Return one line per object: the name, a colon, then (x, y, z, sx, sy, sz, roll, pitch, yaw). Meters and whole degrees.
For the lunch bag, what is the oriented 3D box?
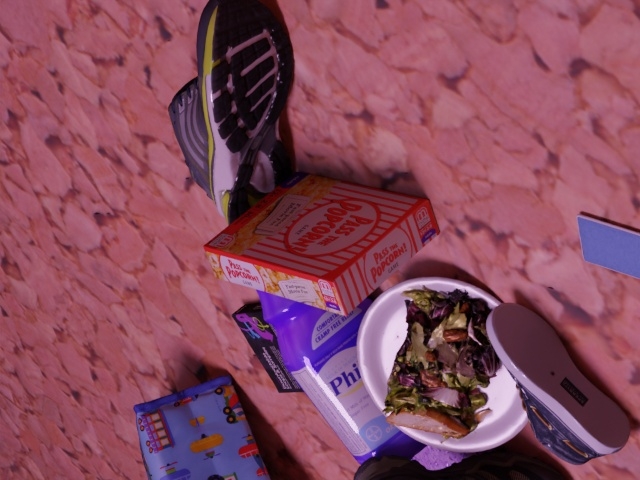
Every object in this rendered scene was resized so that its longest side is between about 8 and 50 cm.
lunch bag: (-0.167, 0.335, 2.391, 0.221, 0.138, 0.293, 67, 158, 15)

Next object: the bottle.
bottle: (0.019, 0.113, 1.968, 0.283, 0.118, 0.092, 54, 164, -5)

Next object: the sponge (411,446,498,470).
sponge: (0.144, 0.272, 2.063, 0.117, 0.031, 0.210, 53, 149, -5)

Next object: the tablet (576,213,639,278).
tablet: (0.267, 0.007, 1.642, 0.083, 0.006, 0.054, 20, 137, 40)

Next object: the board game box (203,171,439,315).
board game box: (0.000, 0.000, 1.844, 0.193, 0.147, 0.045, 14, 134, 44)

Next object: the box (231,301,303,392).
box: (-0.026, 0.122, 2.125, 0.162, 0.029, 0.116, -10, 115, 54)

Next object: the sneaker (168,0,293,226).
sneaker: (-0.105, -0.140, 1.874, 0.121, 0.111, 0.300, 37, 145, 28)

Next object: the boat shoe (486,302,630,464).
boat shoe: (0.217, 0.147, 1.799, 0.183, 0.065, 0.083, 48, 148, 1)

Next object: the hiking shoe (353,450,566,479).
hiking shoe: (0.148, 0.283, 1.900, 0.227, 0.114, 0.086, -2, 125, -2)

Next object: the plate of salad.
plate of salad: (0.125, 0.132, 1.863, 0.200, 0.048, 0.200, 11, 116, 22)
